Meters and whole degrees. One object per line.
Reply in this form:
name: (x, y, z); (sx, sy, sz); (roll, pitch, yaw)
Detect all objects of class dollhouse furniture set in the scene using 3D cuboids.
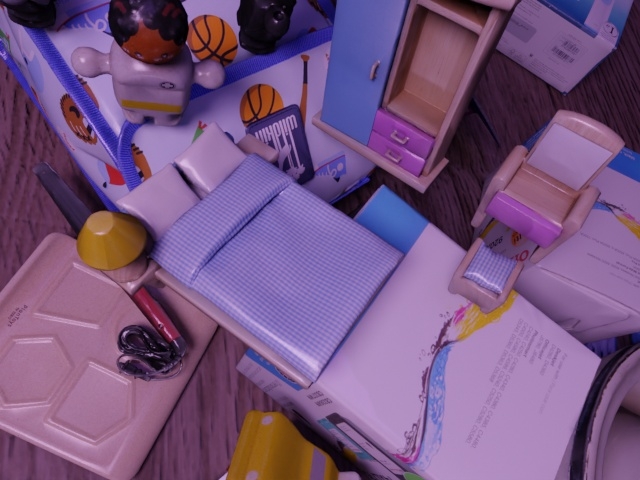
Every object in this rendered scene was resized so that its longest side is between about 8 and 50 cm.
dollhouse furniture set: (0.029, -0.037, 0.325); (0.286, 0.198, 0.303); (35, 62, 15)

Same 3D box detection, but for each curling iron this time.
curling iron: (-0.228, 0.028, 0.493); (0.068, 0.035, 0.274); (-29, 82, -28)

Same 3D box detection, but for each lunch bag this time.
lunch bag: (-0.130, -0.176, 0.548); (0.328, 0.239, 0.385); (-34, 96, -26)

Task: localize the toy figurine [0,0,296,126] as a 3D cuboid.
toy figurine: (-0.127, -0.216, 0.354); (0.213, 0.148, 0.209); (45, 67, -4)

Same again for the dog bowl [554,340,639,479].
dog bowl: (0.353, 0.316, 0.488); (0.408, 0.150, 0.407); (11, 65, -24)

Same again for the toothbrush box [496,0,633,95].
toothbrush box: (0.452, -0.455, 0.889); (0.216, 0.126, 0.295); (34, 61, 0)

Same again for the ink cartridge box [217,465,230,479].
ink cartridge box: (-0.064, 0.252, 0.491); (0.115, 0.029, 0.062); (-32, 80, -24)

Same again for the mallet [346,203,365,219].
mallet: (0.000, 0.000, 0.598); (0.190, 0.062, 0.039); (-39, 84, -27)

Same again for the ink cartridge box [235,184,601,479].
ink cartridge box: (0.086, 0.128, 0.493); (0.270, 0.198, 0.197); (39, 62, 3)

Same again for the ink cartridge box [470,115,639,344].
ink cartridge box: (0.317, -0.002, 0.630); (0.168, 0.171, 0.232); (24, 63, -5)

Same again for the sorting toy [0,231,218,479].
sorting toy: (-0.241, 0.116, 0.497); (0.208, 0.038, 0.193); (30, 63, -8)

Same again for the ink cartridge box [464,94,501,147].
ink cartridge box: (0.113, -0.276, 0.639); (0.324, 0.071, 0.330); (6, 56, -62)

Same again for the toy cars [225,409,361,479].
toy cars: (0.010, 0.334, 0.379); (0.087, 0.176, 0.393); (-13, 74, 14)

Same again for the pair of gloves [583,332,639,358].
pair of gloves: (0.445, 0.153, 0.686); (0.198, 0.023, 0.159); (27, 63, -5)
